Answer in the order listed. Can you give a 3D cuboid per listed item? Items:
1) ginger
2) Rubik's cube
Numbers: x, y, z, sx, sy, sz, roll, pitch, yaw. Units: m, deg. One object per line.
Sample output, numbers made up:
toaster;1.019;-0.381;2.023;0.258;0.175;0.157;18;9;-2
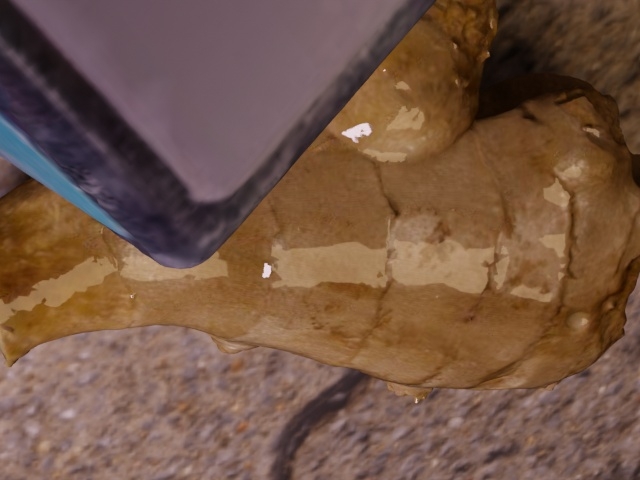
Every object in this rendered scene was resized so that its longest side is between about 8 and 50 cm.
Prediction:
ginger;0.009;-0.017;0.934;0.375;0.166;0.236;2;137;-33
Rubik's cube;-0.098;-0.231;0.537;0.313;0.318;0.316;-50;132;-8
